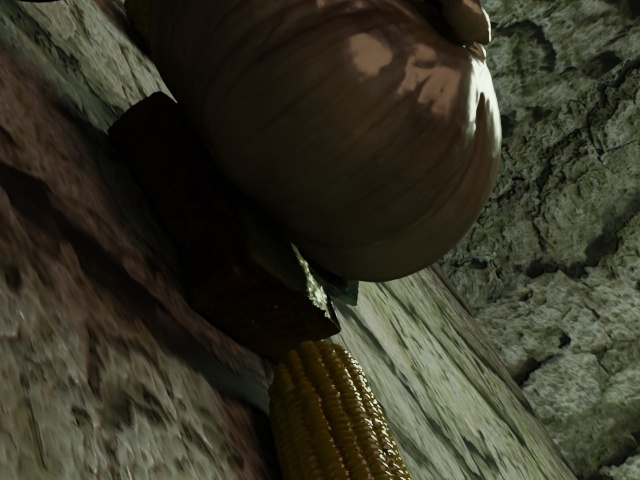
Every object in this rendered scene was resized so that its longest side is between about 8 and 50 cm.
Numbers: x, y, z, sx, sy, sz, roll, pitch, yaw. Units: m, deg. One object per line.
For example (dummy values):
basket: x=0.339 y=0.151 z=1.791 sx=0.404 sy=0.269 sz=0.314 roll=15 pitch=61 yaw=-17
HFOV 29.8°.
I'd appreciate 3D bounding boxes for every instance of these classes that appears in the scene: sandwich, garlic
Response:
sandwich: x=-0.076 y=-0.006 z=0.996 sx=0.215 sy=0.065 sz=0.186 roll=58 pitch=8 yaw=32
garlic: x=0.003 y=-0.120 z=0.973 sx=0.322 sy=0.241 sz=0.322 roll=41 pitch=-14 yaw=13

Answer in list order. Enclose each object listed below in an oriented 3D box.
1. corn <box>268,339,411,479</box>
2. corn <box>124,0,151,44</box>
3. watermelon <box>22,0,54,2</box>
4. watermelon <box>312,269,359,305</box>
corn: x=0.014 y=0.150 z=0.784 sx=0.081 sy=0.081 sz=0.248 roll=50 pitch=8 yaw=-27
corn: x=-0.118 y=-0.224 z=1.520 sx=0.120 sy=0.120 sz=0.363 roll=59 pitch=9 yaw=34
watermelon: x=-0.207 y=-0.263 z=0.888 sx=0.188 sy=0.188 sz=0.215 roll=57 pitch=-4 yaw=22
watermelon: x=0.000 y=-0.001 z=1.457 sx=0.094 sy=0.081 sz=0.180 roll=73 pitch=3 yaw=-61
